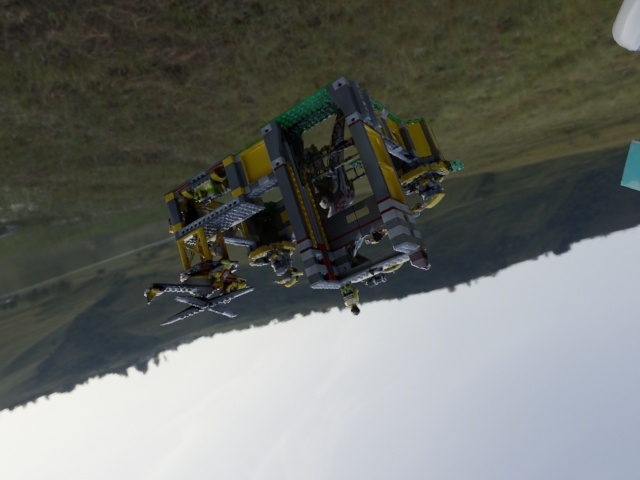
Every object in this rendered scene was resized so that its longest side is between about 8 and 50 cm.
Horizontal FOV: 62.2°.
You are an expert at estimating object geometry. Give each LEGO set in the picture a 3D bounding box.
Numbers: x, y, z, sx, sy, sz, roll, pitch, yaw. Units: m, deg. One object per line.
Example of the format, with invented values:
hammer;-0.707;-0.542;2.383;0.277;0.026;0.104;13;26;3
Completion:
LEGO set;0.000;0.000;0.566;0.331;0.192;0.255;-23;163;17

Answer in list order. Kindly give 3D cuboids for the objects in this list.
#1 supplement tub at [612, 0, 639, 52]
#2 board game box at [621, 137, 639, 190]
supplement tub;0.521;-0.278;0.550;0.331;0.241;0.241;26;-156;18
board game box;0.671;-0.090;0.759;0.253;0.079;0.336;-16;-150;-26
